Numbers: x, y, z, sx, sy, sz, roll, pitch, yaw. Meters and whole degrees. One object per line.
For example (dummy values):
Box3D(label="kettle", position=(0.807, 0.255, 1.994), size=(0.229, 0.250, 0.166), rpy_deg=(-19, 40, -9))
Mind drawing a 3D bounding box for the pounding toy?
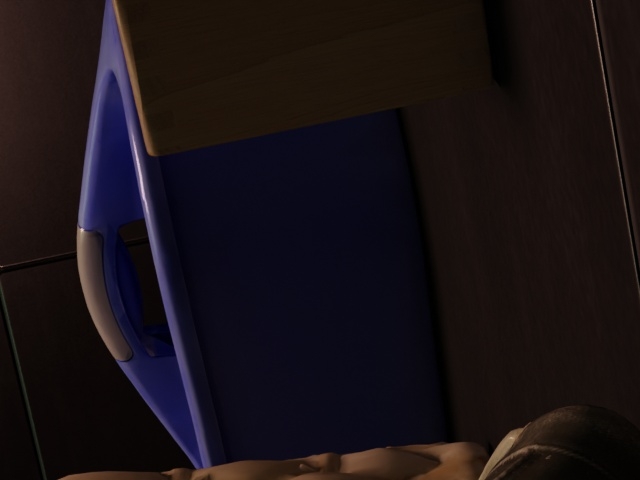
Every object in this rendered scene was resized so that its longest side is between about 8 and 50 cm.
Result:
Box3D(label="pounding toy", position=(-0.026, -0.105, 0.570), size=(0.141, 0.130, 0.100), rpy_deg=(-107, 6, -65))

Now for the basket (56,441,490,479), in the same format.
Box3D(label="basket", position=(-0.068, 0.282, 0.706), size=(0.328, 0.331, 0.266), rpy_deg=(-89, -8, -58))

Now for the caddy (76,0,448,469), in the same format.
Box3D(label="caddy", position=(-0.044, 0.011, 0.956), size=(0.241, 0.179, 0.341), rpy_deg=(-107, 6, -56))

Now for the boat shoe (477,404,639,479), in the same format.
Box3D(label="boat shoe", position=(0.060, 0.120, 0.471), size=(0.070, 0.078, 0.219), rpy_deg=(-56, -17, -29))
